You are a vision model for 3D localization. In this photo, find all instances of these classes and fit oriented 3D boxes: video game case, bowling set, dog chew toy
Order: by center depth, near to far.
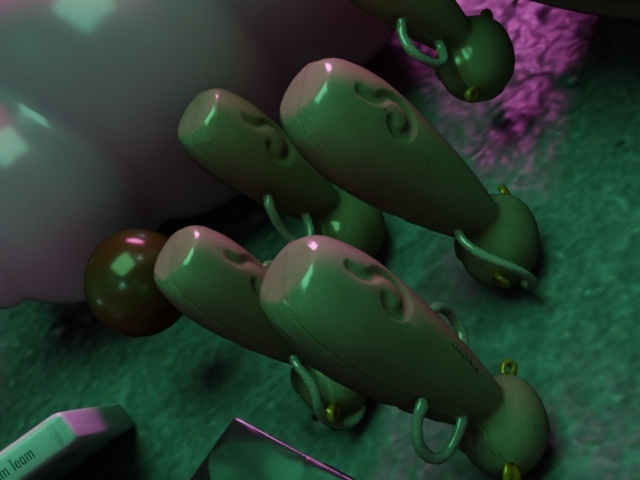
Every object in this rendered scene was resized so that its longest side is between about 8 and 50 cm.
[{"bbox_3d":[-0.162,0.125,0.807,0.143,0.019,0.157,-35,-5,0],"label":"video game case"},{"bbox_3d":[0.000,0.000,0.829,0.200,0.154,0.287,-29,37,38],"label":"bowling set"},{"bbox_3d":[-0.091,-0.107,0.939,0.206,0.206,0.332,24,75,46],"label":"dog chew toy"}]

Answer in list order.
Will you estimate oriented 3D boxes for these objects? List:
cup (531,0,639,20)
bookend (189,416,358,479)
[{"bbox_3d":[0.147,-0.246,0.844,0.331,0.331,0.237,12,84,42],"label":"cup"},{"bbox_3d":[-0.039,0.124,0.565,0.072,0.156,0.157,24,71,33],"label":"bookend"}]
